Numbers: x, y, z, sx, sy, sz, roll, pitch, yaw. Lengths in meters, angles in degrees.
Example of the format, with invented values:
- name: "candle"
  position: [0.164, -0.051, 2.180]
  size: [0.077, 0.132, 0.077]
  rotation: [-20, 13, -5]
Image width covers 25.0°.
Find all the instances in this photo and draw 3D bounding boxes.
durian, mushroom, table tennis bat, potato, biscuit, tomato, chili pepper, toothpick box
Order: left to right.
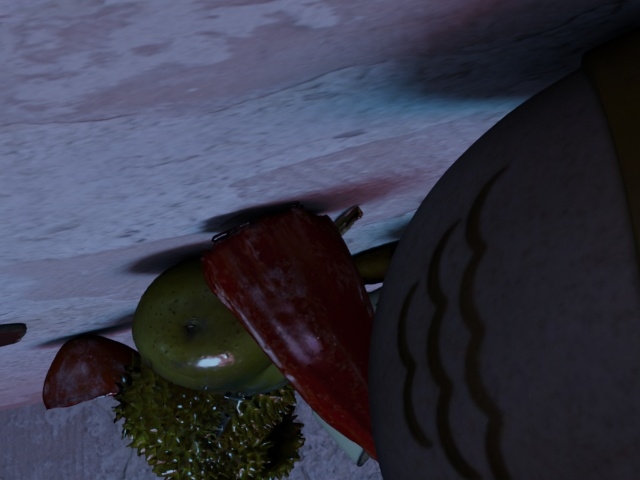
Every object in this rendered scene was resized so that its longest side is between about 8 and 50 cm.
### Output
- name: "table tennis bat"
  position: [-0.416, 0.127, 1.699]
  size: [0.131, 0.022, 0.234]
  rotation: [-10, 171, -22]
- name: "tomato"
  position: [-0.300, 0.170, 1.940]
  size: [0.159, 0.091, 0.139]
  rotation: [-11, 179, 12]
- name: "durian"
  position: [-0.123, 0.189, 1.835]
  size: [0.258, 0.258, 0.293]
  rotation: [-20, -172, 46]
- name: "potato"
  position: [-0.092, 0.086, 1.421]
  size: [0.169, 0.143, 0.248]
  rotation: [-25, 170, 12]
- name: "mushroom"
  position: [-0.005, 0.003, 1.425]
  size: [0.028, 0.026, 0.286]
  rotation: [-27, 175, -16]
- name: "chili pepper"
  position: [0.008, 0.088, 1.236]
  size: [0.136, 0.252, 0.144]
  rotation: [-29, 172, -23]
- name: "biscuit"
  position: [0.124, 0.023, 1.728]
  size: [0.212, 0.036, 0.212]
  rotation: [-11, 173, -1]
- name: "toothpick box"
  position: [0.274, 0.062, 0.799]
  size: [0.409, 0.408, 0.425]
  rotation: [-6, 165, -42]

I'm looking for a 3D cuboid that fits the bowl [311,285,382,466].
- name: "bowl"
  position: [0.065, 0.146, 1.751]
  size: [0.237, 0.126, 0.237]
  rotation: [-54, 169, -15]
